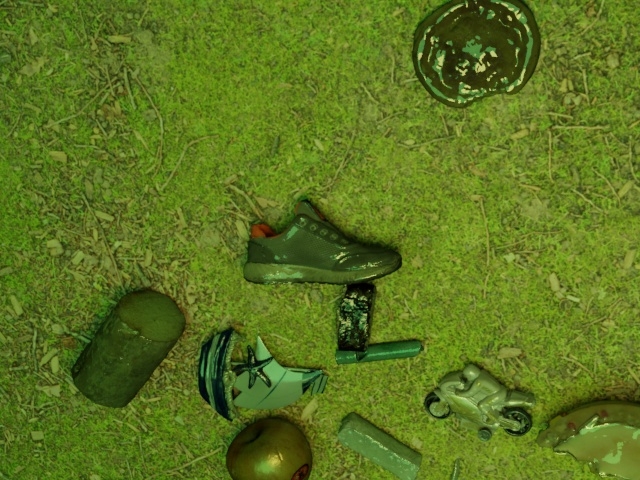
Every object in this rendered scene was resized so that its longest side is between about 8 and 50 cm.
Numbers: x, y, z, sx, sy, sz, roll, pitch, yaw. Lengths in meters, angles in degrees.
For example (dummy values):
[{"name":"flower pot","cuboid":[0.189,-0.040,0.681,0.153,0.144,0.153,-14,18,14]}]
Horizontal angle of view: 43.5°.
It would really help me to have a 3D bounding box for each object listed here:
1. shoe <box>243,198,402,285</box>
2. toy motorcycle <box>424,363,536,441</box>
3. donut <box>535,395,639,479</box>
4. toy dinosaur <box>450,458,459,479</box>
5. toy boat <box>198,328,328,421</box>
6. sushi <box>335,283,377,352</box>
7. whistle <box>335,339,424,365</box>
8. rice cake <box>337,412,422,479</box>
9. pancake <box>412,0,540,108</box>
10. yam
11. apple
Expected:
[{"name":"shoe","cuboid":[0.000,0.000,1.634,0.337,0.132,0.171,-2,95,18]},{"name":"toy motorcycle","cuboid":[0.327,0.326,1.654,0.229,0.074,0.151,9,112,22]},{"name":"donut","cuboid":[0.610,0.474,1.578,0.307,0.150,0.371,-16,100,17]},{"name":"toy dinosaur","cuboid":[0.208,0.650,1.766,0.206,0.092,0.392,27,112,11]},{"name":"toy boat","cuboid":[-0.141,0.283,1.769,0.292,0.070,0.210,-18,104,14]},{"name":"sushi","cuboid":[0.072,0.158,1.666,0.078,0.090,0.150,7,105,8]},{"name":"whistle","cuboid":[0.125,0.238,1.700,0.186,0.039,0.039,-8,102,16]},{"name":"rice cake","cuboid":[0.131,0.451,1.738,0.206,0.069,0.063,32,109,6]},{"name":"pancake","cuboid":[0.289,-0.356,1.501,0.236,0.042,0.222,6,108,14]},{"name":"yam","cuboid":[-0.433,0.245,1.785,0.161,0.161,0.268,40,112,2]},{"name":"apple","cuboid":[-0.107,0.478,1.752,0.182,0.182,0.155,-23,113,19]}]
